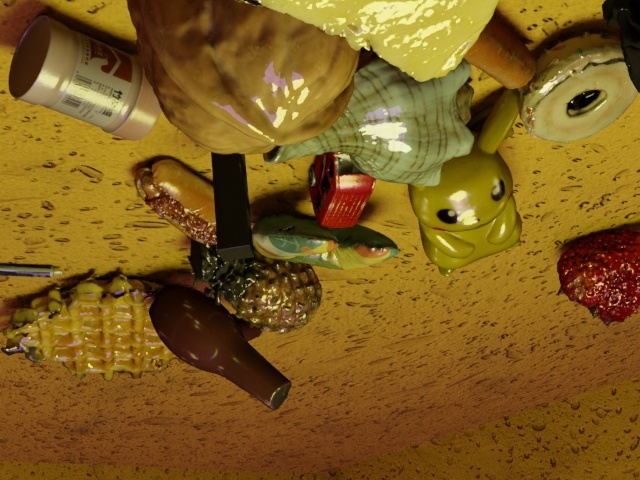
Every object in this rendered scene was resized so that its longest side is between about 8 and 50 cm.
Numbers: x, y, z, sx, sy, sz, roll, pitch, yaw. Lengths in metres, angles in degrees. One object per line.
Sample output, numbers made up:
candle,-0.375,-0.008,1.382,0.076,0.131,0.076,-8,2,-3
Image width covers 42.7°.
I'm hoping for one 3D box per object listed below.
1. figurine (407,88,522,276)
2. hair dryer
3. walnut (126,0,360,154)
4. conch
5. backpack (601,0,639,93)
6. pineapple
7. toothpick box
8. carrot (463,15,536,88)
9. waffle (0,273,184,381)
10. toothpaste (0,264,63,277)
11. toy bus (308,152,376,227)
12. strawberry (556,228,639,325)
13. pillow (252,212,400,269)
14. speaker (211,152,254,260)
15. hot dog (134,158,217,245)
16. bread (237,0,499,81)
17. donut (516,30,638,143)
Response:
figurine,0.219,-0.079,1.226,0.218,0.169,0.327,-26,155,2
hair dryer,-0.135,0.194,1.560,0.123,0.312,0.340,-61,158,9
walnut,-0.066,-0.201,0.778,0.257,0.257,0.224,15,147,-39
conch,0.098,-0.141,0.963,0.203,0.169,0.386,-58,172,36
backpack,0.480,-0.279,0.787,0.363,0.254,0.446,-11,168,8
pineapple,-0.129,0.069,1.452,0.158,0.157,0.279,-26,146,33
toothpick box,-0.265,-0.183,0.938,0.149,0.098,0.098,18,145,-41
carrot,0.182,-0.246,0.978,0.067,0.067,0.225,-27,151,35
waffle,-0.419,0.177,1.660,0.380,0.095,0.382,-21,149,23
toothpaste,-0.529,0.054,1.448,0.140,0.021,0.037,3,153,-18
toy bus,0.038,-0.099,1.212,0.081,0.089,0.195,-1,154,-14
strawberry,0.580,0.065,1.624,0.201,0.187,0.184,-44,174,28
pillow,0.000,0.000,1.357,0.233,0.086,0.214,10,175,-31
speaker,-0.122,-0.068,1.112,0.046,0.191,0.040,-8,155,2
hot dog,-0.192,-0.045,1.274,0.102,0.076,0.249,-21,151,18
bread,0.000,-0.266,0.651,0.236,0.263,0.198,-4,150,-13
donut,0.340,-0.205,1.086,0.175,0.068,0.174,-12,148,-7
